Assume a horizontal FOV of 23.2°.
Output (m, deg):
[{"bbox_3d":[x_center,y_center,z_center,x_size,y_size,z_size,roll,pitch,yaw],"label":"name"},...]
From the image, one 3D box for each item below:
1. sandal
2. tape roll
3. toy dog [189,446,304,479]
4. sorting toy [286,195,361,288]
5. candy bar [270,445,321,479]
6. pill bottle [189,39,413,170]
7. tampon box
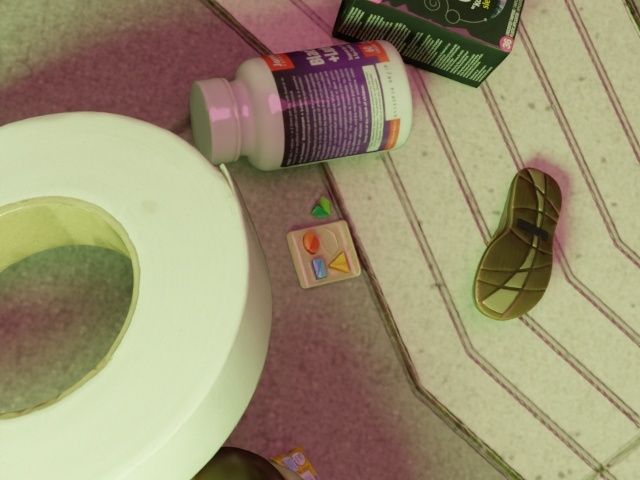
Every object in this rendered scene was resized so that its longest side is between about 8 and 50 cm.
[{"bbox_3d":[0.189,0.008,1.517,0.072,0.049,0.180,28,55,-11],"label":"sandal"},{"bbox_3d":[-0.230,0.066,1.269,0.392,0.072,0.392,-8,55,12],"label":"tape roll"},{"bbox_3d":[-0.108,0.368,1.237,0.395,0.284,0.408,21,65,2],"label":"toy dog"},{"bbox_3d":[0.000,0.000,1.484,0.062,0.012,0.083,-13,79,-17],"label":"sorting toy"},{"bbox_3d":[0.008,0.259,1.411,0.040,0.018,0.161,-30,84,-24],"label":"candy bar"},{"bbox_3d":[-0.020,-0.124,1.462,0.193,0.108,0.108,-10,78,-17],"label":"pill bottle"},{"bbox_3d":[0.111,-0.243,1.533,0.161,0.101,0.120,19,70,-9],"label":"tampon box"}]
